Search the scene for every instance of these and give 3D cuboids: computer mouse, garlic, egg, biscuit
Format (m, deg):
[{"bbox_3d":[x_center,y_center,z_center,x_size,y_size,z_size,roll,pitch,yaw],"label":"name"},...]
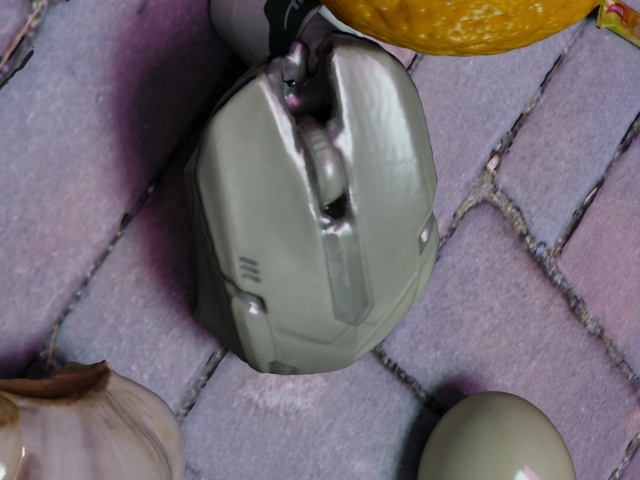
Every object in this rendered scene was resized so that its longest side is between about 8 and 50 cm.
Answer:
[{"bbox_3d":[0.001,0.001,1.594,0.228,0.145,0.429,-22,143,-15],"label":"computer mouse"},{"bbox_3d":[-0.234,0.217,1.485,0.281,0.185,0.203,-10,134,-48],"label":"garlic"},{"bbox_3d":[0.203,0.285,2.044,0.186,0.186,0.241,-27,127,-39],"label":"egg"},{"bbox_3d":[0.392,-0.238,2.105,0.292,0.026,0.048,16,78,-53],"label":"biscuit"}]

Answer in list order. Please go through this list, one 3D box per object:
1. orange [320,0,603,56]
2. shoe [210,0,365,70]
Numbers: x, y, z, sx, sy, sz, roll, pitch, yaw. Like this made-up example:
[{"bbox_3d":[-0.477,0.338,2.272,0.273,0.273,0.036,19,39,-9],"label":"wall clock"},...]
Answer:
[{"bbox_3d":[0.102,-0.315,1.470,0.293,0.340,0.340,-20,140,11],"label":"orange"},{"bbox_3d":[0.005,-0.153,1.618,0.265,0.110,0.095,37,80,-50],"label":"shoe"}]
